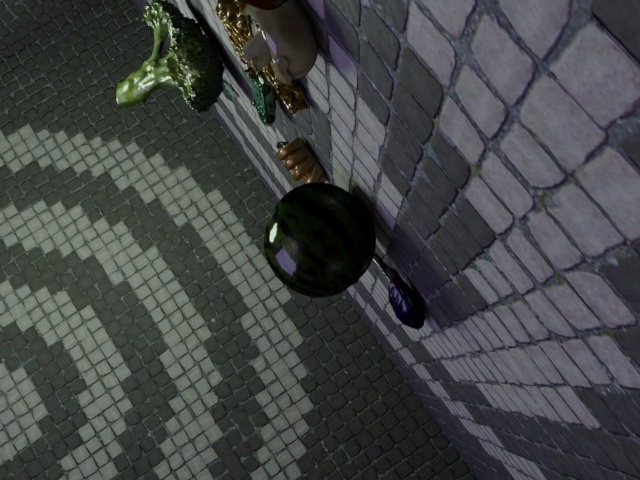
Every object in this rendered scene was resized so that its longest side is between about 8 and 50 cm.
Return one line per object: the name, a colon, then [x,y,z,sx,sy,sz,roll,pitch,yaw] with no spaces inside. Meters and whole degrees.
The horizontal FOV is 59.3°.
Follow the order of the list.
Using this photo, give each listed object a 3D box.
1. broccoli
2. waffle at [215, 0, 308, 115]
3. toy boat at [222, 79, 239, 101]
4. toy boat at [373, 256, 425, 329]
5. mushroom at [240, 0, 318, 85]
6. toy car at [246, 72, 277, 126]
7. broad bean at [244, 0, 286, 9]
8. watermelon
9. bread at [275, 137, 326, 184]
broccoli: [-0.499,-0.547,1.906,0.353,0.397,0.275,47,-165,27]
waffle: [-0.146,-0.425,1.249,0.293,0.069,0.259,47,171,45]
toy boat: [-0.360,-0.582,2.168,0.105,0.034,0.149,55,175,-16]
toy boat: [0.204,0.143,1.604,0.219,0.072,0.318,61,175,-24]
mushroom: [-0.075,-0.336,0.943,0.154,0.123,0.154,59,180,0]
toy car: [-0.151,-0.389,1.509,0.093,0.058,0.186,53,161,28]
broad bean: [-0.105,-0.418,0.735,0.228,0.122,0.156,55,177,-32]
watermelon: [0.000,0.000,1.409,0.285,0.285,0.285,54,174,9]
bread: [-0.056,-0.219,1.589,0.177,0.084,0.119,52,175,-7]
